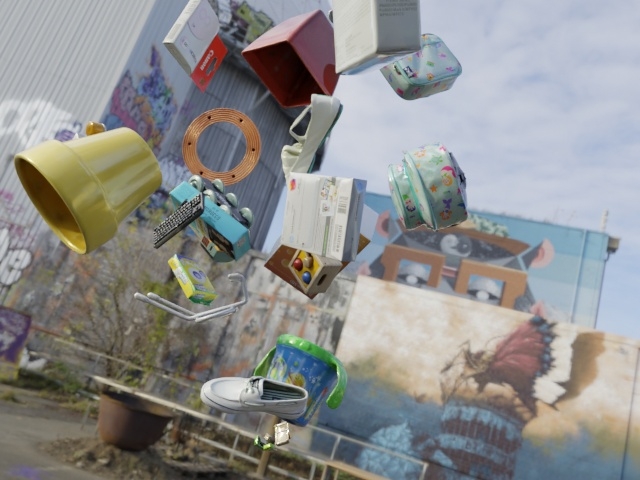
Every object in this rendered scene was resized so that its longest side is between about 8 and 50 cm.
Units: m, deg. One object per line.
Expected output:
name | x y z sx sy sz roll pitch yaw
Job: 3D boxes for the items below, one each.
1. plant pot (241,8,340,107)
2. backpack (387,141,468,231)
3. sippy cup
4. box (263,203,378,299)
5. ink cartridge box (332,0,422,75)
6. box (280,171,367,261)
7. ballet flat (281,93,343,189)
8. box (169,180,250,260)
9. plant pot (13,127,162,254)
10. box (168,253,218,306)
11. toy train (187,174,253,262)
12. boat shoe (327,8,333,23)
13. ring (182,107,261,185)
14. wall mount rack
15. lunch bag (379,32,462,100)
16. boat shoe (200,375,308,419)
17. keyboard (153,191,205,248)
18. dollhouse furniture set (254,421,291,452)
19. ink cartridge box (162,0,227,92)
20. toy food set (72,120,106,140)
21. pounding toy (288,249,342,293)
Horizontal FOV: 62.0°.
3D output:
plant pot | -0.068 -0.666 1.911 0.267 0.236 0.267 8 -31 46
backpack | 0.272 -0.130 1.336 0.191 0.225 0.253 -19 5 2
sippy cup | -0.074 0.447 1.667 0.240 0.224 0.305 30 -24 -7
box | 0.000 0.000 1.797 0.215 0.168 0.345 35 -54 -9
ink cartridge box | 0.091 -0.525 0.997 0.091 0.385 0.308 -5 11 -10
box | 0.001 -0.048 0.979 0.038 0.145 0.186 4 6 -40
ballet flat | -0.060 -0.331 1.847 0.139 0.139 0.400 21 -59 -13
box | -0.302 -0.053 1.464 0.244 0.060 0.101 37 -26 17
plant pot | -0.506 -0.135 1.209 0.254 0.239 0.254 31 -37 27
box | -0.387 0.126 1.634 0.179 0.043 0.105 55 15 28
toy train | -0.361 -0.079 1.786 0.334 0.190 0.142 44 23 30
boat shoe | 0.080 -0.614 1.540 0.142 0.049 0.040 40 19 -17
ring | -0.413 -0.391 2.243 0.336 0.337 0.032 16 -5 8
wall mount rack | -0.367 0.181 1.585 0.304 0.131 0.350 -14 -4 -9
lunch bag | 0.355 -0.633 1.925 0.279 0.224 0.108 -21 -16 -27
boat shoe | -0.135 0.318 1.128 0.226 0.083 0.076 10 -52 -13
keyboard | -0.369 -0.061 1.386 0.180 0.108 0.023 -34 -52 18
dollhouse furniture set | -0.157 0.701 1.883 0.151 0.076 0.058 -26 -47 19
ink cartridge box | -0.368 -0.607 1.670 0.066 0.189 0.232 16 -18 31
toy food set | -0.605 -0.208 1.425 0.232 0.111 0.104 -44 -28 29
pounding toy | -0.025 0.051 1.455 0.100 0.141 0.130 -1 43 -40
